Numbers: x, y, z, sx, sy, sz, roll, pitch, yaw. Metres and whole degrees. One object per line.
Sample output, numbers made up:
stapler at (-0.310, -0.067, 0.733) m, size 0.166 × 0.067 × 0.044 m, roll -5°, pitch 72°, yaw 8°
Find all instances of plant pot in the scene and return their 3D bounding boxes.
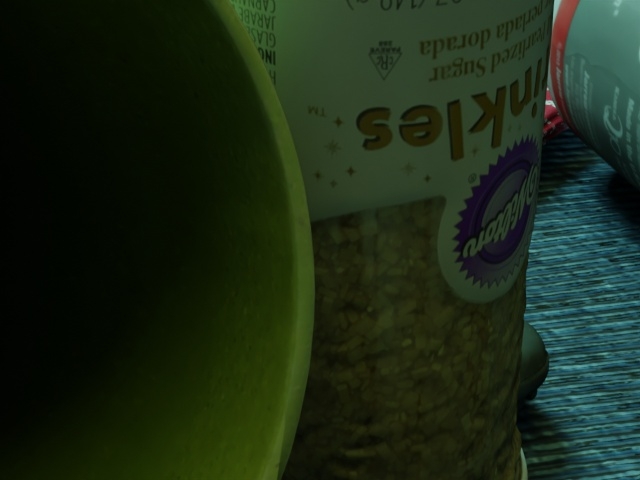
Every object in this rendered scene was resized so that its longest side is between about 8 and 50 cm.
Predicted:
plant pot at (-0.189, 0.002, 0.500) m, size 0.274 × 0.275 × 0.293 m, roll -16°, pitch 17°, yaw -24°

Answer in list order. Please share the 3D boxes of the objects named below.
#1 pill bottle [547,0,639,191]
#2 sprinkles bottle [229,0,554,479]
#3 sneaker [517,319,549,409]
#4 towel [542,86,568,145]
pill bottle at (0.236, -0.053, 0.736) m, size 0.161 × 0.161 × 0.283 m, roll -11°, pitch 33°, yaw -18°
sprinkles bottle at (0.013, -0.030, 0.512) m, size 0.121 × 0.355 × 0.121 m, roll -1°, pitch 31°, yaw 0°
sneaker at (0.000, 0.000, 0.706) m, size 0.234 × 0.106 × 0.078 m, roll 26°, pitch 41°, yaw 37°
towel at (0.083, -0.103, 0.951) m, size 0.198 × 0.031 × 0.275 m, roll 20°, pitch 35°, yaw 34°
